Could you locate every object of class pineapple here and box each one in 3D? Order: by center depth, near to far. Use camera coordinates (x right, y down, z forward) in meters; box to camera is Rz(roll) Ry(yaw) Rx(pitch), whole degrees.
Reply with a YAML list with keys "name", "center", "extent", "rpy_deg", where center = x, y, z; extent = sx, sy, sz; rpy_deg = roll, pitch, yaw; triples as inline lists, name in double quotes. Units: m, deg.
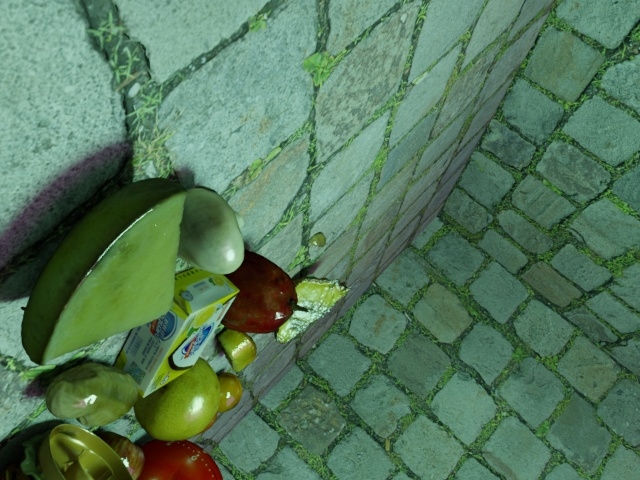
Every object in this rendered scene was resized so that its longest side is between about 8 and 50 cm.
- name: "pineapple"
  center: [-0.080, 0.203, 1.940]
  extent: [0.334, 0.158, 0.161]
  rpy_deg: [-43, -155, -5]

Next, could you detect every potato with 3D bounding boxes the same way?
- name: "potato"
  center: [-0.274, 0.009, 0.792]
  extent: [0.255, 0.112, 0.269]
  rpy_deg: [-58, 167, 20]
- name: "potato"
  center: [0.001, -0.001, 1.767]
  extent: [0.037, 0.036, 0.093]
  rpy_deg: [-49, 166, 16]

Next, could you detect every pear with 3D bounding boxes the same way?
- name: "pear"
  center: [-0.339, 0.369, 1.369]
  extent: [0.209, 0.209, 0.209]
  rpy_deg: [-45, 166, -14]

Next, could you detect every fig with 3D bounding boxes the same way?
- name: "fig"
  center: [-0.527, 0.568, 1.423]
  extent: [0.202, 0.148, 0.149]
  rpy_deg: [-59, 173, 7]

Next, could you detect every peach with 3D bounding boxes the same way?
- name: "peach"
  center: [-0.333, 0.520, 1.971]
  extent: [0.138, 0.138, 0.138]
  rpy_deg: [-45, 166, -14]

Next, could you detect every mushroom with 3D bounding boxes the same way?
- name: "mushroom"
  center: [-0.179, -0.015, 0.927]
  extent: [0.122, 0.154, 0.154]
  rpy_deg: [-30, 157, -40]

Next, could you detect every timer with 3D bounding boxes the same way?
- name: "timer"
  center: [-0.475, 0.805, 1.762]
  extent: [0.378, 0.378, 0.279]
  rpy_deg: [-50, 164, 6]

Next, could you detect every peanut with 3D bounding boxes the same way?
- name: "peanut"
  center: [-0.429, 0.292, 1.077]
  extent: [0.120, 0.110, 0.236]
  rpy_deg: [-31, 164, 1]

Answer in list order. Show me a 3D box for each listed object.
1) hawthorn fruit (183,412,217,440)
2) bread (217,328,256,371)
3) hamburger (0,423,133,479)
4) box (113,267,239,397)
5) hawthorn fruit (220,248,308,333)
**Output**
- name: "hawthorn fruit"
  center: [-0.372, 0.458, 1.586]
  extent: [0.189, 0.189, 0.189]
  rpy_deg: [-45, 166, -14]
- name: "bread"
  center: [-0.254, 0.326, 1.746]
  extent: [0.094, 0.102, 0.245]
  rpy_deg: [-37, 162, -18]
- name: "hamburger"
  center: [-0.511, 0.515, 1.107]
  extent: [0.212, 0.274, 0.274]
  rpy_deg: [-44, 166, -5]
- name: "box"
  center: [-0.303, 0.185, 1.200]
  extent: [0.265, 0.097, 0.168]
  rpy_deg: [-55, 164, 27]
- name: "hawthorn fruit"
  center: [-0.138, 0.121, 1.301]
  extent: [0.189, 0.251, 0.190]
  rpy_deg: [13, 90, -77]
